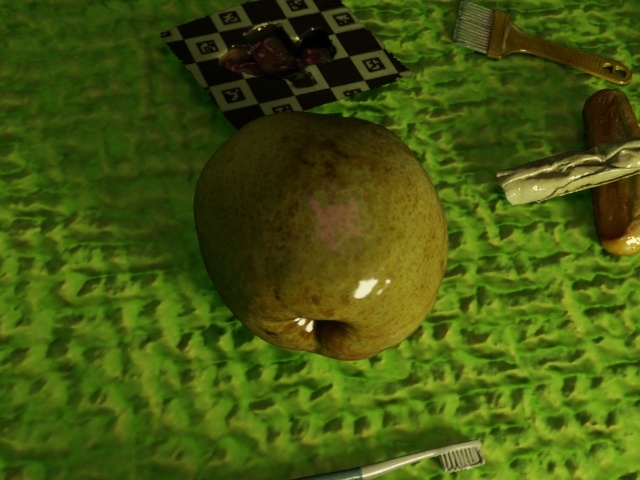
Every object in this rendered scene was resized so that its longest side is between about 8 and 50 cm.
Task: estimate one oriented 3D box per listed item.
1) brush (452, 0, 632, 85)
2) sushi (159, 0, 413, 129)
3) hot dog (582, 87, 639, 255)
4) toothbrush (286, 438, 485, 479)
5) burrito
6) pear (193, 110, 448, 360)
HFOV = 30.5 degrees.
[{"bbox_3d":[0.260,-0.224,1.368,0.218,0.010,0.083,18,52,-1],"label":"brush"},{"bbox_3d":[-0.041,-0.187,1.256,0.210,0.040,0.193,-23,55,-24],"label":"sushi"},{"bbox_3d":[0.318,-0.072,1.245,0.066,0.047,0.216,-16,49,21],"label":"hot dog"},{"bbox_3d":[0.014,0.204,0.989,0.275,0.019,0.025,-8,64,-18],"label":"toothbrush"},{"bbox_3d":[0.274,-0.076,1.204,0.185,0.041,0.045,-16,41,3],"label":"burrito"},{"bbox_3d":[0.000,0.000,1.029,0.228,0.188,0.211,7,45,-7],"label":"pear"}]
